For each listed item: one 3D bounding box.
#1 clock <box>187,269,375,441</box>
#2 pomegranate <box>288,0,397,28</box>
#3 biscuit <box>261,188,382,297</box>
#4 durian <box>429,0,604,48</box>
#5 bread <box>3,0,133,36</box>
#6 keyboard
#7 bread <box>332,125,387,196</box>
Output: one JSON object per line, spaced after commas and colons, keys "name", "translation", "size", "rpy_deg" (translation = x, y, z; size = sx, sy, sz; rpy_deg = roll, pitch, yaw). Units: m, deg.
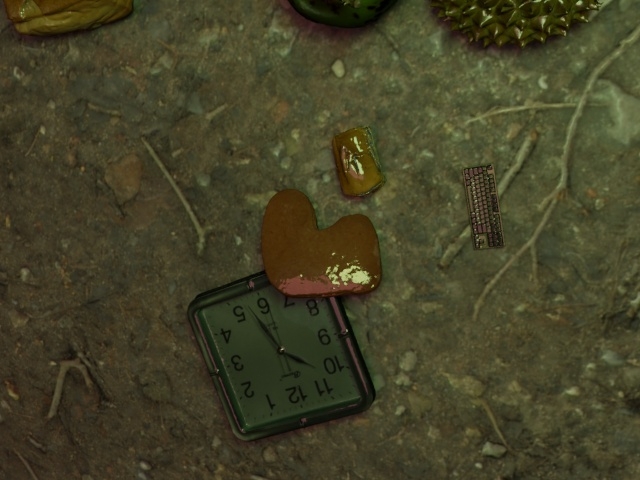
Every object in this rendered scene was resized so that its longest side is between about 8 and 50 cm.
{"name": "clock", "translation": [-0.069, 0.186, 1.202], "size": [0.273, 0.049, 0.279], "rpy_deg": [-19, 94, 19]}
{"name": "pomegranate", "translation": [0.025, -0.388, 0.967], "size": [0.211, 0.263, 0.211], "rpy_deg": [8, 133, 9]}
{"name": "biscuit", "translation": [0.000, 0.000, 1.126], "size": [0.192, 0.036, 0.186], "rpy_deg": [-3, 71, 5]}
{"name": "durian", "translation": [0.276, -0.365, 0.956], "size": [0.306, 0.166, 0.172], "rpy_deg": [-1, 130, 23]}
{"name": "bread", "translation": [-0.433, -0.458, 1.169], "size": [0.235, 0.099, 0.211], "rpy_deg": [-3, 99, 18]}
{"name": "keyboard", "translation": [0.250, -0.051, 1.075], "size": [0.049, 0.015, 0.129], "rpy_deg": [-7, 98, 19]}
{"name": "bread", "translation": [0.058, -0.122, 1.104], "size": [0.072, 0.053, 0.106], "rpy_deg": [-14, 91, 16]}
